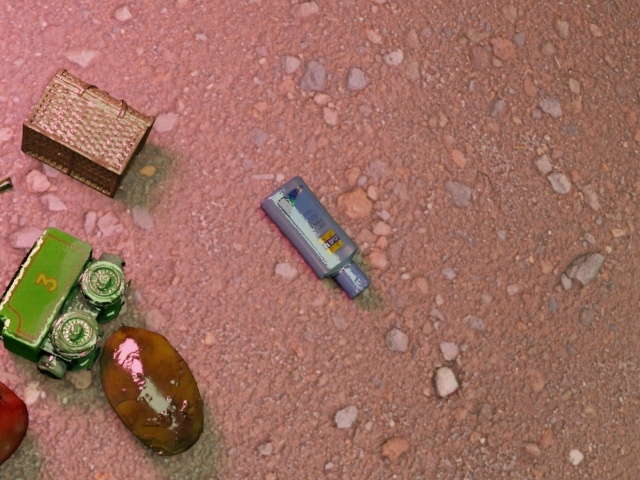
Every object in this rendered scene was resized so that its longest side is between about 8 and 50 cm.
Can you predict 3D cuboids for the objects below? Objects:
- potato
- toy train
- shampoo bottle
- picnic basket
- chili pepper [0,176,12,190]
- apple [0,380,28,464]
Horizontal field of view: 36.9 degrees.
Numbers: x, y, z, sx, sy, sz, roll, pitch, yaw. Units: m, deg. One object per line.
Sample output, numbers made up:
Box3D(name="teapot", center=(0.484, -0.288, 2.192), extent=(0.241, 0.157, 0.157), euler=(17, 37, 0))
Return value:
Box3D(name="potato", center=(-0.293, 0.255, 1.659), extent=(0.149, 0.113, 0.251), euler=(-24, 83, -19))
Box3D(name="toy train", center=(-0.446, 0.109, 1.653), extent=(0.188, 0.132, 0.243), euler=(25, 65, -4))
Box3D(name="shampoo bottle", center=(0.000, 0.000, 1.863), extent=(0.104, 0.061, 0.258), euler=(-39, 87, -23))
Box3D(name="picnic basket", center=(-0.422, -0.202, 1.757), extent=(0.196, 0.134, 0.154), euler=(27, 66, -7))
Box3D(name="chili pepper", center=(-0.599, -0.098, 1.728), extent=(0.083, 0.022, 0.027), euler=(-7, 108, -20))
Box3D(name="apple", center=(-0.567, 0.295, 1.531), extent=(0.181, 0.181, 0.168), euler=(38, 88, -3))
